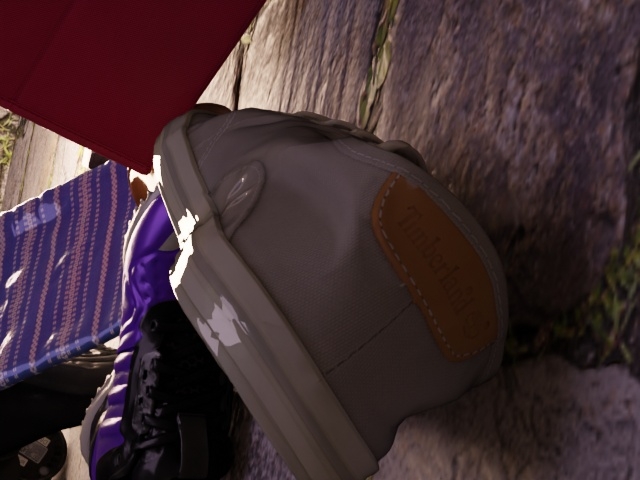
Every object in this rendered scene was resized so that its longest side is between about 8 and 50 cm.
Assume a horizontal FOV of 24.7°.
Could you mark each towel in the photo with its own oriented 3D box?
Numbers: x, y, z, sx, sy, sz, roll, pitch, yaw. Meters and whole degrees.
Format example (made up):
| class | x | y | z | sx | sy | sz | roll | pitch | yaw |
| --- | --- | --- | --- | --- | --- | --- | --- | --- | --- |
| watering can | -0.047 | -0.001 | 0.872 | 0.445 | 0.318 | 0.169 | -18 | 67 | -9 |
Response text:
| class | x | y | z | sx | sy | sz | roll | pitch | yaw |
| --- | --- | --- | --- | --- | --- | --- | --- | --- | --- |
| towel | -0.283 | 0.038 | 1.404 | 0.336 | 0.040 | 0.243 | -25 | 41 | 23 |

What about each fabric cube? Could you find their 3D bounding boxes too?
| class | x | y | z | sx | sy | sz | roll | pitch | yaw |
| --- | --- | --- | --- | --- | --- | --- | --- | --- | --- |
| fabric cube | -0.180 | -0.258 | 1.159 | 0.258 | 0.259 | 0.254 | -54 | 25 | 26 |

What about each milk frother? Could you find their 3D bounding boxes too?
| class | x | y | z | sx | sy | sz | roll | pitch | yaw |
| --- | --- | --- | --- | --- | --- | --- | --- | --- | --- |
| milk frother | -0.348 | 0.235 | 1.745 | 0.143 | 0.129 | 0.135 | -37 | -7 | -34 |

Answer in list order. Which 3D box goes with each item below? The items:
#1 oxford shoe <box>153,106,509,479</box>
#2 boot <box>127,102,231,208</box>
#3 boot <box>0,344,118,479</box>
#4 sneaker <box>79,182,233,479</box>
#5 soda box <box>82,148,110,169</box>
| class | x | y | z | sx | sy | sz | roll | pitch | yaw |
| --- | --- | --- | --- | --- | --- | --- | --- | --- | --- |
| oxford shoe | 0.000 | 0.000 | 0.759 | 0.130 | 0.169 | 0.449 | -35 | 13 | -1 |
| boot | -0.122 | -0.011 | 1.217 | 0.197 | 0.073 | 0.152 | 133 | 141 | -63 |
| boot | -0.342 | 0.317 | 1.529 | 0.367 | 0.146 | 0.445 | 7 | 91 | 52 |
| sneaker | -0.095 | 0.100 | 1.029 | 0.146 | 0.102 | 0.293 | -111 | 32 | -53 |
| soda box | -0.216 | -0.156 | 1.616 | 0.053 | 0.060 | 0.169 | -159 | 82 | -71 |
